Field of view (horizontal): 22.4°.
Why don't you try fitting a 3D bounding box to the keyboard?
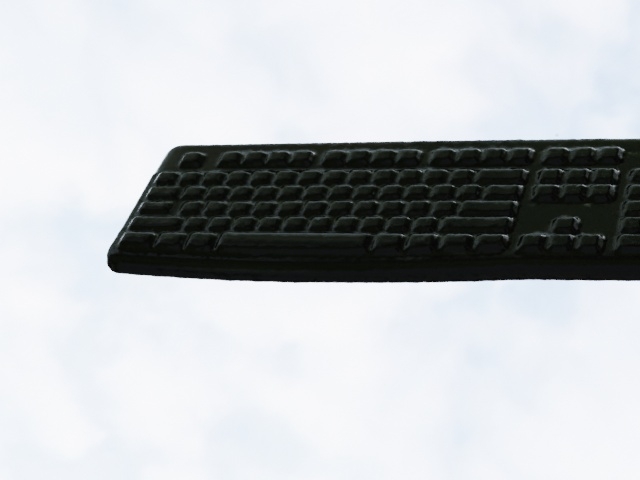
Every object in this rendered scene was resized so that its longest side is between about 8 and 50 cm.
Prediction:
[{"bbox_3d":[-0.004,-0.011,0.717,0.381,0.103,0.041,-6,-56,22],"label":"keyboard"}]
